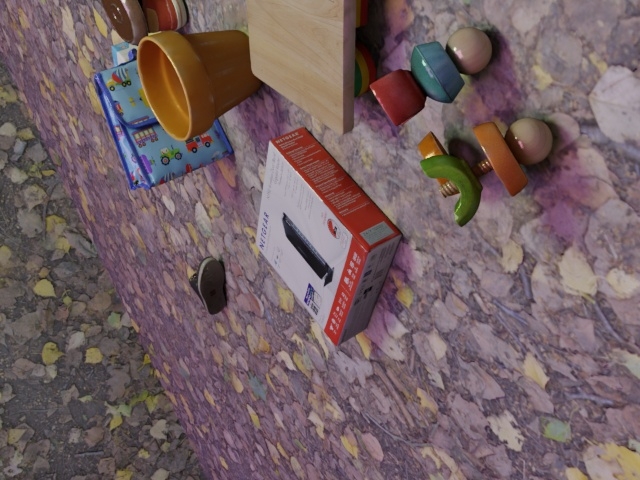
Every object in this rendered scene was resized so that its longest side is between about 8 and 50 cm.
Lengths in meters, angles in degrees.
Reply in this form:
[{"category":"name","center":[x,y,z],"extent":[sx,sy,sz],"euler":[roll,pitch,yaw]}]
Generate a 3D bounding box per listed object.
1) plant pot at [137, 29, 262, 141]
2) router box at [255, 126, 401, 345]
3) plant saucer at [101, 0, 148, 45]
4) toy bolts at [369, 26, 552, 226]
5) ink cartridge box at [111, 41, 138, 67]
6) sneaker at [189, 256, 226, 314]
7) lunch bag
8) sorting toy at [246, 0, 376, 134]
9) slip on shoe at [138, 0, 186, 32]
[{"category":"plant pot","center":[-0.224,-0.320,1.527],"extent":[0.205,0.188,0.205],"euler":[41,145,37]},{"category":"router box","center":[0.000,0.000,1.538],"extent":[0.301,0.082,0.335],"euler":[49,150,25]},{"category":"plant saucer","center":[-0.426,-0.491,1.684],"extent":[0.168,0.029,0.168],"euler":[42,151,30]},{"category":"toy bolts","center":[0.193,-0.166,1.051],"extent":[0.228,0.158,0.218],"euler":[56,-166,-7]},{"category":"ink cartridge box","center":[-0.430,-0.413,1.911],"extent":[0.143,0.092,0.090],"euler":[49,150,27]},{"category":"sneaker","center":[-0.333,0.106,2.218],"extent":[0.118,0.083,0.222],"euler":[45,149,32]},{"category":"lunch bag","center":[-0.365,-0.289,1.766],"extent":[0.138,0.221,0.293],"euler":[4,117,59]},{"category":"sorting toy","center":[-0.011,-0.341,1.243],"extent":[0.257,0.089,0.255],"euler":[40,146,37]},{"category":"slip on shoe","center":[-0.420,-0.561,1.754],"extent":[0.331,0.101,0.123],"euler":[46,150,33]}]
